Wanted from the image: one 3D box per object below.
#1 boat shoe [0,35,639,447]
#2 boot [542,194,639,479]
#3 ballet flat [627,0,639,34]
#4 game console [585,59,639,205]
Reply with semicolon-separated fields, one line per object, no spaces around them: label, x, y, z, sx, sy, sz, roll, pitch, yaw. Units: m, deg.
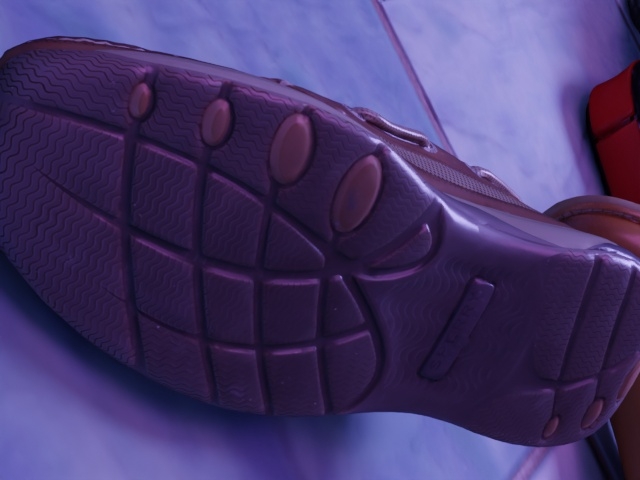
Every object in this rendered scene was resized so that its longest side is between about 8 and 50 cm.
boat shoe;0.000;0.000;0.538;0.324;0.123;0.116;24;15;-37
boot;0.196;0.131;0.759;0.283;0.109;0.220;57;37;-21
ballet flat;0.321;-0.173;1.237;0.057;0.049;0.173;-6;65;-30
game console;0.352;0.045;1.092;0.386;0.060;0.342;16;55;-52
